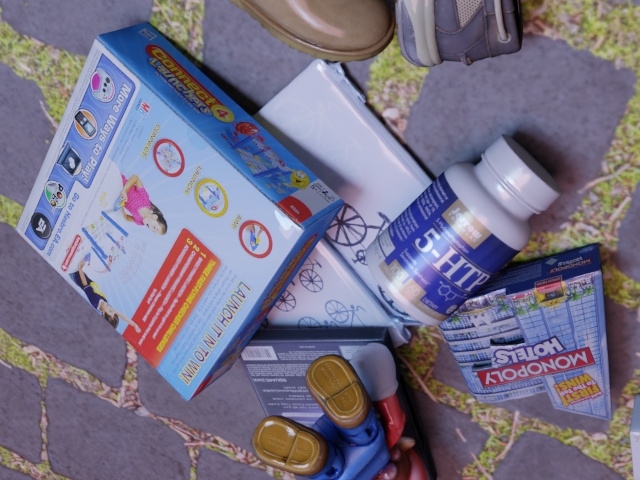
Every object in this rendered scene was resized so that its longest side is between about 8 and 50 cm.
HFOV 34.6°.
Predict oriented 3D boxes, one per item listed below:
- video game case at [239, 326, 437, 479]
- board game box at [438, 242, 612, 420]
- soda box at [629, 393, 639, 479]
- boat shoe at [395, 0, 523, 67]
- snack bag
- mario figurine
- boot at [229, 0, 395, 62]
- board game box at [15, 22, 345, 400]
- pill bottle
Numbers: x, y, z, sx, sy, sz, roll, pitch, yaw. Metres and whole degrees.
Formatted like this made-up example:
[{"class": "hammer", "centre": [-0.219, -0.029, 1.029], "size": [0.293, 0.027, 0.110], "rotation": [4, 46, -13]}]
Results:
[{"class": "video game case", "centre": [0.022, 0.213, 1.282], "size": [0.196, 0.026, 0.274], "rotation": [-3, 130, 22]}, {"class": "board game box", "centre": [0.238, 0.119, 1.118], "size": [0.194, 0.060, 0.194], "rotation": [-18, 116, 21]}, {"class": "soda box", "centre": [0.447, 0.218, 1.101], "size": [0.216, 0.069, 0.074], "rotation": [-1, 121, 23]}, {"class": "boat shoe", "centre": [0.133, -0.312, 0.864], "size": [0.130, 0.132, 0.355], "rotation": [4, 132, 10]}, {"class": "snack bag", "centre": [0.000, 0.000, 1.174], "size": [0.342, 0.037, 0.323], "rotation": [-35, 103, 36]}, {"class": "mario figurine", "centre": [0.010, 0.231, 1.169], "size": [0.198, 0.170, 0.320], "rotation": [-16, 149, 8]}, {"class": "boot", "centre": [-0.033, -0.284, 0.885], "size": [0.236, 0.089, 0.269], "rotation": [25, 159, 7]}, {"class": "board game box", "centre": [-0.171, -0.026, 1.150], "size": [0.302, 0.086, 0.308], "rotation": [43, 128, 10]}, {"class": "pill bottle", "centre": [0.145, -0.013, 1.034], "size": [0.112, 0.112, 0.187], "rotation": [42, 109, -7]}]
